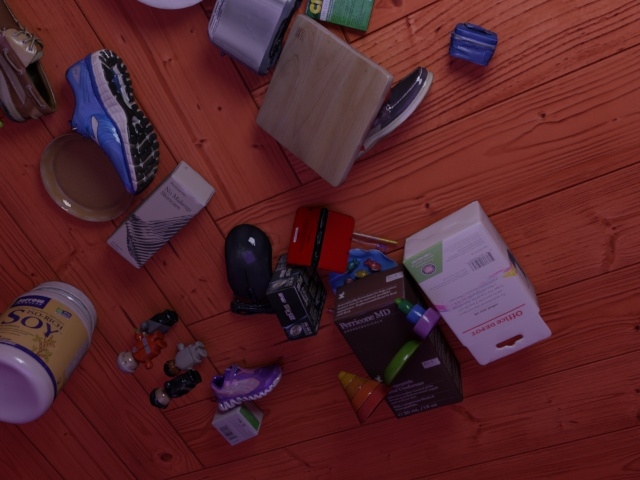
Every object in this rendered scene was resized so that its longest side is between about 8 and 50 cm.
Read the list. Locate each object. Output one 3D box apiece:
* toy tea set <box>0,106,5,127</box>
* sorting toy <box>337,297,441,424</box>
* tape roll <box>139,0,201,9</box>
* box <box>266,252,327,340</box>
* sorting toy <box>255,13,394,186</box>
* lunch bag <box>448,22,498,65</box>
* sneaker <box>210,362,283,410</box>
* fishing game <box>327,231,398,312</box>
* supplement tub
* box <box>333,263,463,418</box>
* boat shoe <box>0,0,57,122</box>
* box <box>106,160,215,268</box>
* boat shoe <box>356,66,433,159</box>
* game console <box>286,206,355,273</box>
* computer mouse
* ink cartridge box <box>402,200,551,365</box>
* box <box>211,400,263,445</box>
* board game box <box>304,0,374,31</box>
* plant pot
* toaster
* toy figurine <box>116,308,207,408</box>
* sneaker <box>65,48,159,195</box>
[{"bbox_3d":[-0.797,-0.420,1.559,0.200,0.124,0.336,29,129,27],"label":"toy tea set"},{"bbox_3d":[0.142,0.271,1.620,0.126,0.127,0.366,37,123,16],"label":"sorting toy"},{"bbox_3d":[-0.298,-0.606,1.355,0.286,0.100,0.286,4,121,7],"label":"tape roll"},{"bbox_3d":[-0.055,0.131,1.693,0.077,0.180,0.147,-15,117,17],"label":"box"},{"bbox_3d":[0.019,-0.290,1.435,0.255,0.089,0.257,41,123,23],"label":"sorting toy"},{"bbox_3d":[0.305,-0.402,1.395,0.098,0.067,0.065,17,120,1],"label":"lunch bag"},{"bbox_3d":[-0.214,0.388,1.923,0.236,0.095,0.105,-26,105,23],"label":"sneaker"},{"bbox_3d":[0.111,0.103,1.734,0.189,0.041,0.264,17,121,2],"label":"fishing game"},{"bbox_3d":[-0.747,0.280,1.803,0.240,0.331,0.241,4,121,7],"label":"supplement tub"},{"bbox_3d":[0.202,0.260,1.731,0.191,0.143,0.381,-21,119,20],"label":"box"},{"bbox_3d":[-0.668,-0.418,1.523,0.119,0.123,0.324,-4,127,5],"label":"boat shoe"},{"bbox_3d":[-0.391,-0.060,1.687,0.113,0.094,0.275,42,118,-15],"label":"box"},{"bbox_3d":[0.117,-0.274,1.481,0.092,0.103,0.285,38,124,-18],"label":"boat shoe"},{"bbox_3d":[0.000,0.000,1.658,0.124,0.144,0.085,4,167,34],"label":"game console"},{"bbox_3d":[-0.170,0.089,1.751,0.188,0.072,0.272,-4,119,12],"label":"computer mouse"},{"bbox_3d":[0.376,0.109,1.646,0.207,0.119,0.353,-29,110,22],"label":"ink cartridge box"},{"bbox_3d":[-0.238,0.516,1.998,0.102,0.087,0.101,-28,112,22],"label":"box"},{"bbox_3d":[0.059,-0.559,1.368,0.136,0.030,0.260,14,121,-2],"label":"board game box"},{"bbox_3d":[-0.568,-0.157,1.697,0.236,0.032,0.236,4,120,8],"label":"plant pot"},{"bbox_3d":[-0.130,-0.460,1.397,0.146,0.129,0.227,26,122,-4],"label":"toaster"},{"bbox_3d":[-0.420,0.313,1.839,0.148,0.209,0.213,-34,110,13],"label":"toy figurine"},{"bbox_3d":[-0.480,-0.260,1.583,0.147,0.130,0.330,-9,110,21],"label":"sneaker"}]
